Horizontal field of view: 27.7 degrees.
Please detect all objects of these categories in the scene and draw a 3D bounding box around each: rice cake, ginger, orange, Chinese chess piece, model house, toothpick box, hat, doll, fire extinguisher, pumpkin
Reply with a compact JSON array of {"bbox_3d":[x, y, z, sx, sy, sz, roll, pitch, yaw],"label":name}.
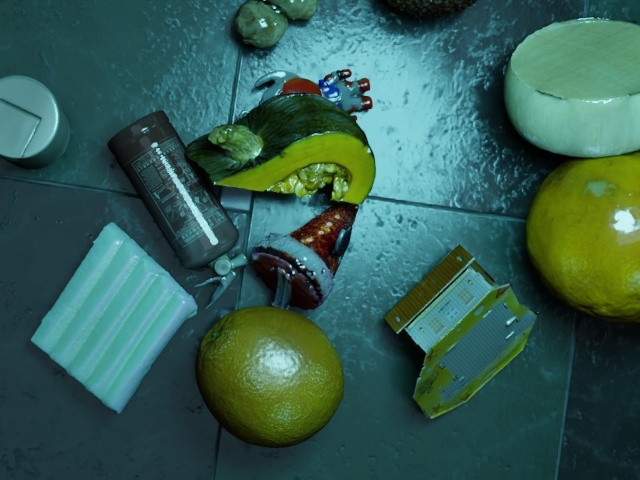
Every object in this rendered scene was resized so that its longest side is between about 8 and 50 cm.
[{"bbox_3d":[-0.287,0.109,1.804,0.189,0.037,0.198,42,90,8],"label":"rice cake"},{"bbox_3d":[-0.043,-0.356,1.837,0.204,0.104,0.080,-51,49,-4],"label":"ginger"},{"bbox_3d":[-0.071,0.183,1.766,0.206,0.206,0.206,0,88,-6],"label":"orange"},{"bbox_3d":[0.378,-0.215,1.801,0.249,0.250,0.103,-12,125,-6],"label":"Chinese chess piece"},{"bbox_3d":[0.175,0.121,1.841,0.219,0.207,0.136,-44,56,4],"label":"model house"},{"bbox_3d":[-0.398,-0.156,1.748,0.111,0.180,0.111,0,89,-6],"label":"toothpick box"},{"bbox_3d":[0.003,0.003,1.832,0.129,0.140,0.227,23,60,32],"label":"hat"},{"bbox_3d":[-0.021,-0.195,1.850,0.194,0.062,0.104,-12,121,-12],"label":"doll"},{"bbox_3d":[-0.193,-0.042,1.808,0.104,0.105,0.269,-32,92,-6],"label":"fire extinguisher"},{"bbox_3d":[-0.046,-0.136,1.765,0.248,0.131,0.126,3,126,-22],"label":"pumpkin"},{"bbox_3d":[0.414,-0.012,1.791,0.261,0.261,0.261,0,88,-6],"label":"orange"}]

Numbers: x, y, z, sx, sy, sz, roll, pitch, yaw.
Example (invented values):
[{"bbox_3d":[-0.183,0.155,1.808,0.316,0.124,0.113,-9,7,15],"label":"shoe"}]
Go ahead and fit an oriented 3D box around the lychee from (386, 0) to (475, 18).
[{"bbox_3d":[0.157,-0.401,1.818,0.194,0.194,0.194,0,88,-6],"label":"lychee"}]
